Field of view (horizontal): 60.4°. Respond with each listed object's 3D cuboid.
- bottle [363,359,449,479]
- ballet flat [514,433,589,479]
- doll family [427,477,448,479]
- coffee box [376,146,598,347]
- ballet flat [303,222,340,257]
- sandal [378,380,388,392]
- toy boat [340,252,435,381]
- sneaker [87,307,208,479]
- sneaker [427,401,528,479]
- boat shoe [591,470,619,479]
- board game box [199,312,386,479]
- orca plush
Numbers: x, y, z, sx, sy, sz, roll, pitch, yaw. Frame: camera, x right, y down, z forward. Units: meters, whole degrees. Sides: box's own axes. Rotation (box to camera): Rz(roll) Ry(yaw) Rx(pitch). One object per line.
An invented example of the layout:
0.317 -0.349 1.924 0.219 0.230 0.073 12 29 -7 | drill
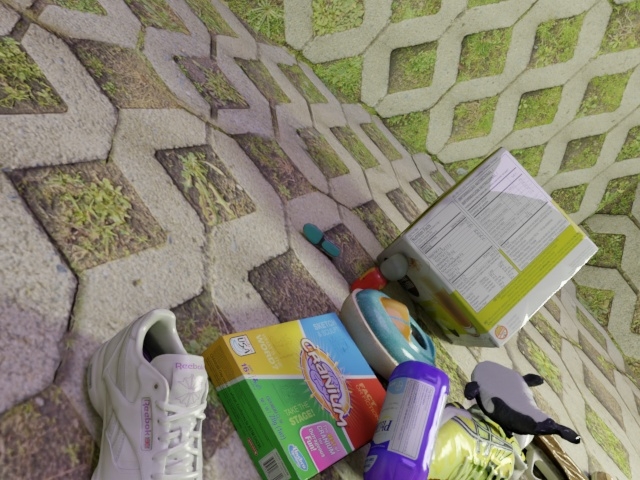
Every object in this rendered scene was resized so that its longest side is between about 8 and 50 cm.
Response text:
0.122 0.333 0.853 0.092 0.118 0.283 22 63 1 | bottle
0.506 0.503 1.309 0.124 0.116 0.342 -28 78 -43 | ballet flat
0.183 0.453 0.818 0.263 0.118 0.163 61 37 -38 | doll family
0.391 0.032 1.390 0.334 0.338 0.337 48 -10 5 | coffee box
0.000 0.000 1.348 0.114 0.041 0.041 42 26 -9 | ballet flat
0.126 0.306 1.071 0.180 0.049 0.072 54 27 18 | sandal
0.150 0.153 1.189 0.267 0.148 0.318 44 20 -29 | toy boat
-0.188 0.217 0.626 0.114 0.152 0.305 16 40 -49 | sneaker
0.284 0.399 1.034 0.384 0.145 0.147 8 28 -49 | sneaker
0.789 0.717 1.408 0.104 0.089 0.285 33 28 -22 | boat shoe
-0.019 0.251 0.921 0.316 0.064 0.242 -1 52 -56 | board game box
0.376 0.328 1.044 0.287 0.151 0.102 -165 -119 -68 | orca plush
